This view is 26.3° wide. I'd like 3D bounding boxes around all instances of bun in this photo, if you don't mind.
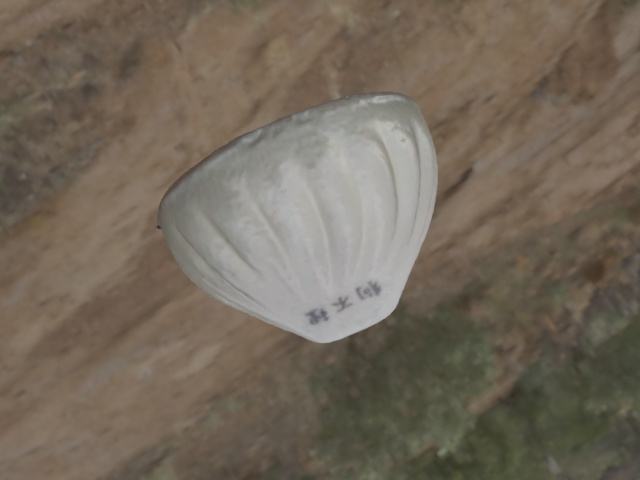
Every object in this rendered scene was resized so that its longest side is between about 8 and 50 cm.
[{"bbox_3d":[0.000,0.000,1.216,0.263,0.175,0.263,-24,168,-5],"label":"bun"}]
